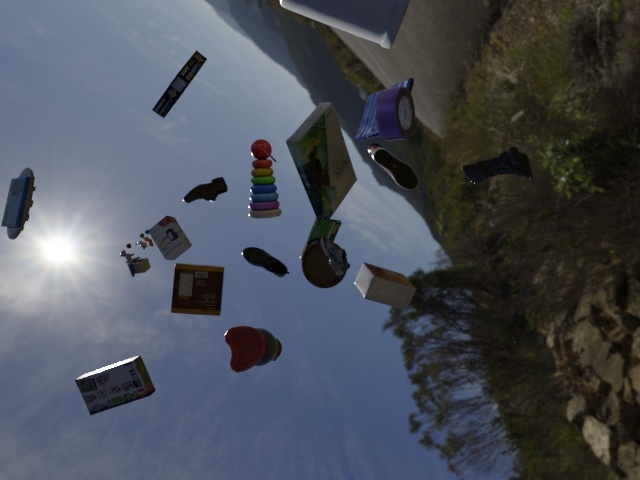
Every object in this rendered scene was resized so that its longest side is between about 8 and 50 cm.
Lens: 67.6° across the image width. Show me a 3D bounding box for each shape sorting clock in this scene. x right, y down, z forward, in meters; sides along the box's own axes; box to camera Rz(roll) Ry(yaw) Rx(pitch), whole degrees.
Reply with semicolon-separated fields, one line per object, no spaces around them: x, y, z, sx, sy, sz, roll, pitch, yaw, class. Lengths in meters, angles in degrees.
-0.838;-0.103;1.338;0.040;0.206;0.206;15;-150;-48;shape sorting clock

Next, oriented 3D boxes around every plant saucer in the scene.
0.013;0.085;1.694;0.168;0.168;0.029;39;169;-12;plant saucer

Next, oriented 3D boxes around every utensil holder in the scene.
0.099;-0.830;1.510;0.386;0.327;0.327;18;-162;-2;utensil holder

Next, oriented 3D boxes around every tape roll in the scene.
0.281;-0.470;1.780;0.080;0.188;0.189;2;172;32;tape roll

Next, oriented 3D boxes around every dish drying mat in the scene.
-0.186;-0.308;1.687;0.083;0.008;0.032;45;-178;-14;dish drying mat

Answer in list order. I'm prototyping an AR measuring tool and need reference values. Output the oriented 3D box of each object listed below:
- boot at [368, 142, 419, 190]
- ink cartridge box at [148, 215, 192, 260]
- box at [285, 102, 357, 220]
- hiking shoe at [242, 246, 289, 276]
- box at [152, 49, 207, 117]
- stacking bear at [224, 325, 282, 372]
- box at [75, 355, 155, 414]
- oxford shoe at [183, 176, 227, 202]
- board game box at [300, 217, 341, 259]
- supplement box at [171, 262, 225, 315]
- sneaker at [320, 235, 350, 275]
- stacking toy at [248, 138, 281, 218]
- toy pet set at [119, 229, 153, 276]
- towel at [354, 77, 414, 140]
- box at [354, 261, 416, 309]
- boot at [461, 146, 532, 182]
0.304;-0.315;2.001;0.244;0.088;0.176;39;-167;-16;boot
-0.718;-0.011;2.283;0.175;0.127;0.072;54;-174;14;ink cartridge box
0.014;-0.261;1.597;0.059;0.232;0.322;7;138;34;box
-0.240;0.089;2.140;0.227;0.086;0.114;27;166;-13;hiking shoe
-0.487;-0.546;1.662;0.051;0.175;0.220;36;-143;-23;box
-0.251;0.447;1.990;0.289;0.164;0.175;42;-150;-69;stacking bear
-0.583;0.412;1.357;0.036;0.207;0.114;-40;-71;-76;box
-0.569;-0.232;2.382;0.096;0.227;0.083;62;168;11;oxford shoe
0.000;0.000;2.406;0.136;0.259;0.030;8;-145;-22;board game box
-0.488;0.194;1.922;0.191;0.194;0.129;5;178;-10;supplement box
0.047;0.039;1.415;0.135;0.058;0.052;62;-170;24;sneaker
-0.248;-0.264;2.038;0.141;0.330;0.141;-4;-170;1;stacking toy
-0.562;0.042;1.448;0.122;0.065;0.114;-64;-35;-66;toy pet set
0.272;-0.569;2.103;0.040;0.243;0.336;20;173;-27;towel
0.227;0.160;1.689;0.171;0.091;0.130;17;-165;-19;box
0.746;-0.297;2.016;0.263;0.229;0.091;24;-123;-40;boot
